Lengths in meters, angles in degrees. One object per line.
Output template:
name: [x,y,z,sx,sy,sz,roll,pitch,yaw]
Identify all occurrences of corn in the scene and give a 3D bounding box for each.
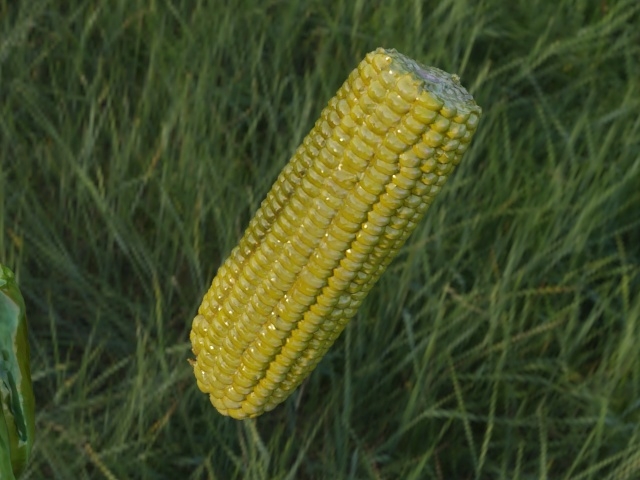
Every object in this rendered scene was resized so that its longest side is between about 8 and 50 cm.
corn: [0.000,0.000,0.721,0.081,0.248,0.081,25,30,-15]

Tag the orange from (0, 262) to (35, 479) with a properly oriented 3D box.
orange: [-0.148,0.122,0.440,0.158,0.179,0.237,-17,81,-42]
